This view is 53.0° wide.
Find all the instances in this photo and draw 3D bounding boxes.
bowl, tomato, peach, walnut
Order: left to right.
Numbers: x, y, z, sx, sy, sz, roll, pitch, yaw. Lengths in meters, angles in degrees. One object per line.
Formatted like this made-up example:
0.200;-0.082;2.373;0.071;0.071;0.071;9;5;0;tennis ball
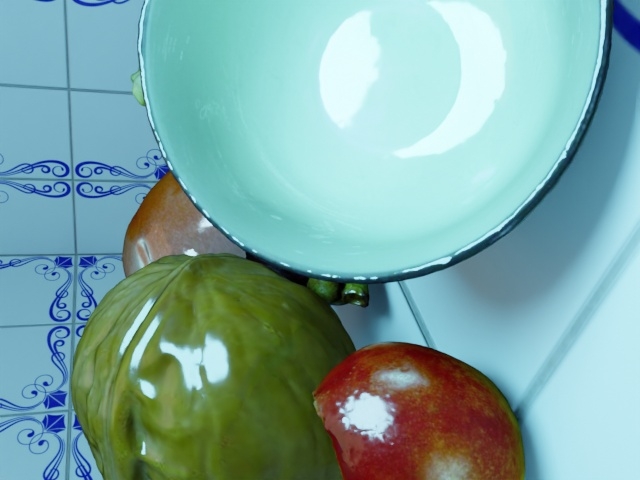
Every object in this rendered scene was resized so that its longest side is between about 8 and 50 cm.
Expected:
-0.115;0.202;0.756;0.308;0.353;0.398;-44;-51;-52;walnut
-0.154;0.019;1.072;0.272;0.341;0.342;33;122;52;tomato
0.047;-0.150;0.543;0.185;0.353;0.354;-16;-72;-73;bowl
0.078;0.190;0.572;0.190;0.192;0.190;16;-90;-86;peach

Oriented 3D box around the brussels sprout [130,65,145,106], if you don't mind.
-0.127;-0.273;1.018;0.344;0.268;0.344;-36;27;21;brussels sprout

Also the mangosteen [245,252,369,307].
0.000;0.000;0.853;0.230;0.194;0.194;36;128;37;mangosteen
